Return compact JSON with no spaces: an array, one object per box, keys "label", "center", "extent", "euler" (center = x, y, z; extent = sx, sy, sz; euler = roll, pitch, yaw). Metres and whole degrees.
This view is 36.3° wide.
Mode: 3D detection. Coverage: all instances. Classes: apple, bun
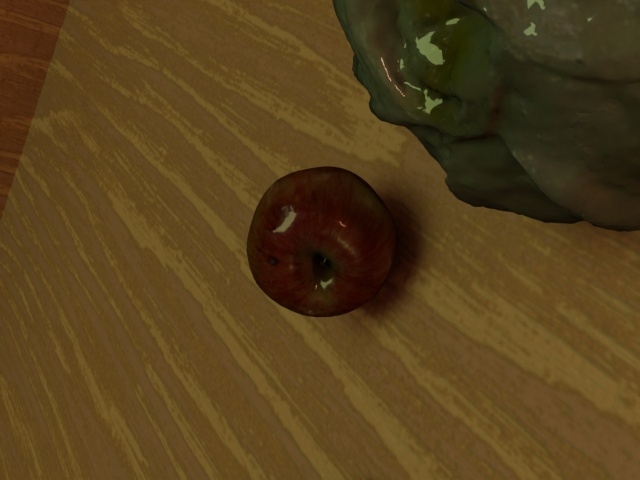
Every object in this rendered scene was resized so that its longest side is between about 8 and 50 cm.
[{"label":"apple","center":[0.000,0.000,0.924],"extent":[0.146,0.146,0.131],"euler":[-60,10,25]},{"label":"bun","center":[0.136,-0.156,0.604],"extent":[0.211,0.361,0.362],"euler":[-42,23,-23]}]
